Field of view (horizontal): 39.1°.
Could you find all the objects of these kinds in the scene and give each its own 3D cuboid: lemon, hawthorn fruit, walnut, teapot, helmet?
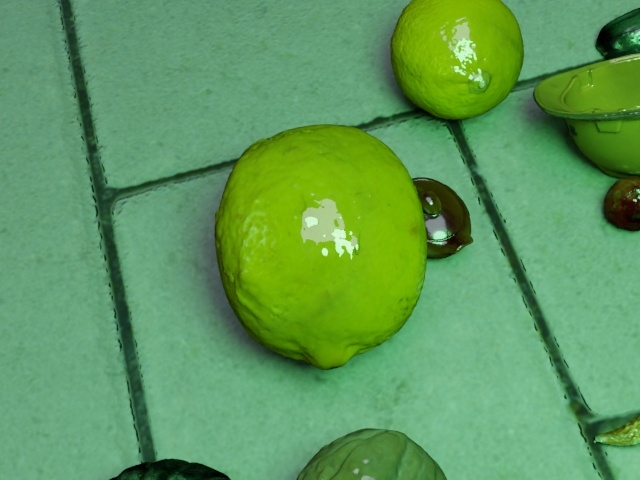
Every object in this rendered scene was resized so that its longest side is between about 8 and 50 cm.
[{"bbox_3d":[0.000,0.002,1.050,0.261,0.260,0.283,13,61,11],"label":"lemon"},{"bbox_3d":[0.397,-0.046,1.144,0.077,0.077,0.077,-2,61,3],"label":"hawthorn fruit"},{"bbox_3d":[0.036,0.300,0.919,0.178,0.178,0.230,29,71,19],"label":"walnut"},{"bbox_3d":[0.143,-0.031,1.151,0.098,0.078,0.129,-31,63,-12],"label":"teapot"},{"bbox_3d":[0.415,-0.148,1.162,0.257,0.140,0.205,-12,27,10],"label":"helmet"},{"bbox_3d":[0.184,-0.252,1.214,0.178,0.178,0.203,-16,36,-4],"label":"lemon"}]

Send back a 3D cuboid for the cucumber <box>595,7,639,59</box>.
[{"bbox_3d":[0.520,-0.305,1.289,0.244,0.063,0.115,-12,60,-1],"label":"cucumber"}]

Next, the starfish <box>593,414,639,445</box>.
[{"bbox_3d":[0.465,0.147,1.017,0.347,0.078,0.357,-32,55,-4],"label":"starfish"}]

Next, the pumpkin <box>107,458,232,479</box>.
[{"bbox_3d":[-0.158,0.334,0.923,0.221,0.161,0.220,-7,51,9],"label":"pumpkin"}]
